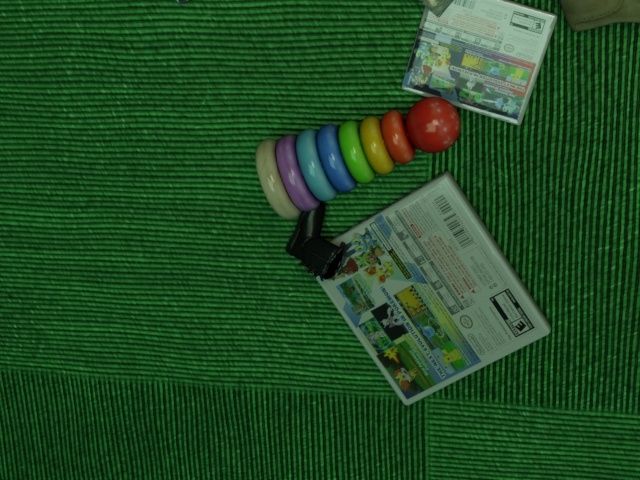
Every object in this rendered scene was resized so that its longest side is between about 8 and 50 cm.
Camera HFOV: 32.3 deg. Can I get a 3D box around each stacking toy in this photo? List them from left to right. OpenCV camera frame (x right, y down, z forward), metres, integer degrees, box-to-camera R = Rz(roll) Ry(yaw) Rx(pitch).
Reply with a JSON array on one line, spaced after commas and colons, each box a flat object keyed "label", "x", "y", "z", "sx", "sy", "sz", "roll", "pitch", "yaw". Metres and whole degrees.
[{"label": "stacking toy", "x": 0.067, "y": -0.149, "z": 1.786, "sx": 0.330, "sy": 0.141, "sz": 0.141, "roll": -19, "pitch": 105, "yaw": 14}]

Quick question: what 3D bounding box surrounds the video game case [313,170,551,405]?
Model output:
[{"label": "video game case", "x": 0.181, "y": 0.089, "z": 1.893, "sx": 0.300, "sy": 0.036, "sz": 0.329, "roll": -31, "pitch": 101, "yaw": 22}]

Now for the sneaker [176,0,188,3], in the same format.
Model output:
[{"label": "sneaker", "x": -0.216, "y": -0.449, "z": 1.779, "sx": 0.058, "sy": 0.052, "sz": 0.135, "roll": 3, "pitch": 111, "yaw": 8}]

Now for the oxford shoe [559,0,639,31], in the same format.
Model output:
[{"label": "oxford shoe", "x": 0.519, "y": -0.390, "z": 1.608, "sx": 0.348, "sy": 0.123, "sz": 0.130, "roll": -7, "pitch": 135, "yaw": 15}]

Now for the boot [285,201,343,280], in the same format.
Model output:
[{"label": "boot", "x": 0.000, "y": 0.000, "z": 1.868, "sx": 0.099, "sy": 0.045, "sz": 0.121, "roll": 35, "pitch": 105, "yaw": 34}]

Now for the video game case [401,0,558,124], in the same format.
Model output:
[{"label": "video game case", "x": 0.248, "y": -0.296, "z": 1.739, "sx": 0.201, "sy": 0.023, "sz": 0.184, "roll": 18, "pitch": 113, "yaw": 5}]

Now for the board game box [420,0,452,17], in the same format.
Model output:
[{"label": "board game box", "x": 0.196, "y": -0.450, "z": 1.675, "sx": 0.126, "sy": 0.026, "sz": 0.186, "roll": 42, "pitch": 106, "yaw": 0}]
